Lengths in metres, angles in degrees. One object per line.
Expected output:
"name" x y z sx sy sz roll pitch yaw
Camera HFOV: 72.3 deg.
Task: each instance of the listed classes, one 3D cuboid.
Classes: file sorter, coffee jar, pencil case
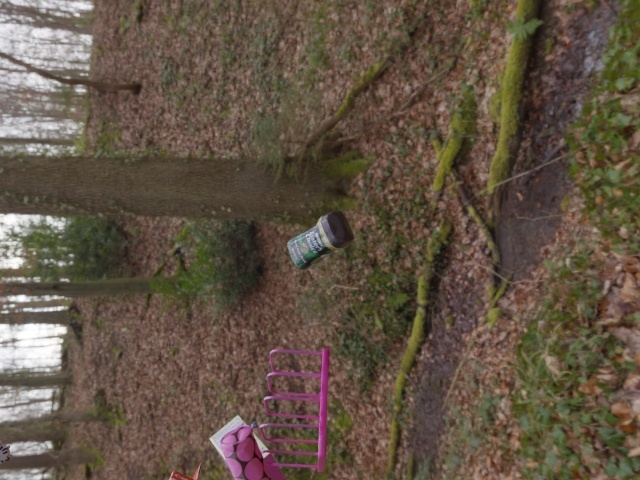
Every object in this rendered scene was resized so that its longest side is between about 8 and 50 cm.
"file sorter" -0.071 0.484 1.261 0.202 0.182 0.290 92 -179 -53
"coffee jar" 0.000 0.000 1.126 0.184 0.079 0.096 -34 74 41
"pencil case" -0.167 0.560 1.072 0.098 0.095 0.209 179 71 -81

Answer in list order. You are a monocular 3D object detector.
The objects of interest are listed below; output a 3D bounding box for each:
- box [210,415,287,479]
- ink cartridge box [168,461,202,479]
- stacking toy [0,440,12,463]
"box" -0.220 0.728 1.411 0.243 0.117 0.213 15 133 55
"ink cartridge box" -0.150 0.266 0.426 0.063 0.029 0.115 -62 6 -2
"stacking toy" -0.599 0.307 0.712 0.221 0.052 0.167 56 153 -4
